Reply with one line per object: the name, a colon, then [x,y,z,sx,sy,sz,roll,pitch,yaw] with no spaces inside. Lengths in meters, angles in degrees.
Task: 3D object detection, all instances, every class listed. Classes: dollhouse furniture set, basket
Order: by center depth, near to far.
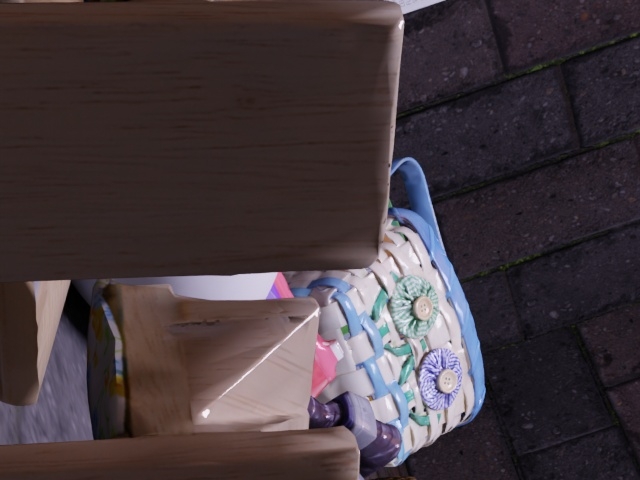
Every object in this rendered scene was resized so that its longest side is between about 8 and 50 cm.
dollhouse furniture set: [-0.133,-0.137,0.473,0.362,0.256,0.394,-104,-165,-53]
basket: [0.060,0.084,1.529,0.289,0.201,0.255,-46,119,-55]

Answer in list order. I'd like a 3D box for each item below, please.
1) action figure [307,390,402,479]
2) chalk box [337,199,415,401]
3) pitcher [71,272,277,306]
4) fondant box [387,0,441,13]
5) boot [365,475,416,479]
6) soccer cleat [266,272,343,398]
action figure: [-0.043,0.110,1.074,0.285,0.099,0.185,52,21,-40]
chalk box: [0.021,0.051,1.761,0.289,0.179,0.180,66,5,-60]
pitcher: [-0.085,-0.013,0.883,0.207,0.125,0.178,82,-13,-52]
fondant box: [-0.022,-0.222,1.206,0.238,0.330,0.096,-102,174,-67]
boot: [0.047,0.298,1.274,0.262,0.095,0.203,146,-72,-74]
soccer cleat: [-0.077,0.023,1.247,0.248,0.095,0.083,57,-1,2]
